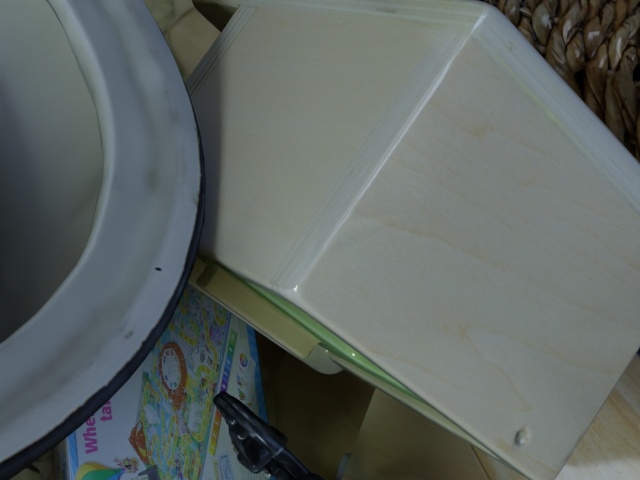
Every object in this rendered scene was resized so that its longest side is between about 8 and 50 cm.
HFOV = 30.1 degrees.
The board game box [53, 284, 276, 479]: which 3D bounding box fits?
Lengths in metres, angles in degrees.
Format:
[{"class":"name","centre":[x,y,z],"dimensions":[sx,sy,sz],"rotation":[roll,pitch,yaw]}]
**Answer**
[{"class":"board game box","centre":[-0.081,0.063,0.587],"dimensions":[0.103,0.026,0.154],"rotation":[2,67,-27]}]

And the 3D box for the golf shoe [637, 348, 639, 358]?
[{"class":"golf shoe","centre":[0.184,0.152,0.666],"dimensions":[0.094,0.077,0.198],"rotation":[-29,75,-25]}]

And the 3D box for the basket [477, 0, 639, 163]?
[{"class":"basket","centre":[0.225,-0.085,0.731],"dimensions":[0.223,0.213,0.299],"rotation":[22,45,20]}]

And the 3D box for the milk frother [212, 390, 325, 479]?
[{"class":"milk frother","centre":[-0.043,0.147,0.501],"dimensions":[0.134,0.143,0.129],"rotation":[-23,110,-23]}]

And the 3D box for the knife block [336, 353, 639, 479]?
[{"class":"knife block","centre":[0.140,0.114,0.583],"dimensions":[0.242,0.088,0.276],"rotation":[18,61,9]}]

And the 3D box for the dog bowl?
[{"class":"dog bowl","centre":[-0.254,-0.035,0.406],"dimensions":[0.408,0.150,0.408],"rotation":[22,39,-19]}]

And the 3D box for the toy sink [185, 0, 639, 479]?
[{"class":"toy sink","centre":[0.011,-0.014,0.518],"dimensions":[0.153,0.234,0.131],"rotation":[39,82,-34]}]
